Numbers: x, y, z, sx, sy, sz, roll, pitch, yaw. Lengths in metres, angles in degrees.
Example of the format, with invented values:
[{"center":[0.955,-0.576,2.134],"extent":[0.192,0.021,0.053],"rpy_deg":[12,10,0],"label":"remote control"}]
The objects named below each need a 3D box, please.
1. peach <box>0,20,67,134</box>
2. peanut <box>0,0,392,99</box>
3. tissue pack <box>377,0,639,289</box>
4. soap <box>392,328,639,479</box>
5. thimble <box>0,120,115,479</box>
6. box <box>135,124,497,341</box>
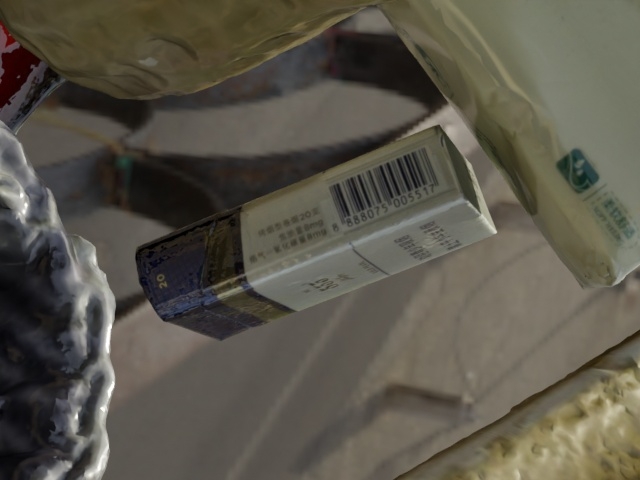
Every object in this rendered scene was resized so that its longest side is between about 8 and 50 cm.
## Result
[{"center":[-0.351,-0.213,1.273],"extent":[0.353,0.339,0.416],"rpy_deg":[-20,108,-37],"label":"peach"},{"center":[0.000,-0.096,0.408],"extent":[0.098,0.214,0.090],"rpy_deg":[-38,108,-43],"label":"peanut"},{"center":[0.206,-0.192,1.254],"extent":[0.297,0.380,0.207],"rpy_deg":[-38,177,-1],"label":"tissue pack"},{"center":[0.092,0.205,0.578],"extent":[0.335,0.156,0.293],"rpy_deg":[-20,123,-46],"label":"soap"},{"center":[-0.185,0.051,0.584],"extent":[0.217,0.157,0.245],"rpy_deg":[61,22,-15],"label":"thimble"},{"center":[0.000,0.000,1.337],"extent":[0.168,0.259,0.071],"rpy_deg":[35,36,-74],"label":"box"}]
